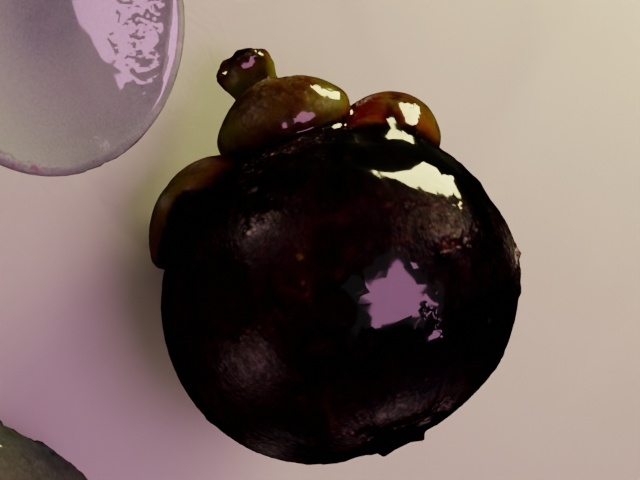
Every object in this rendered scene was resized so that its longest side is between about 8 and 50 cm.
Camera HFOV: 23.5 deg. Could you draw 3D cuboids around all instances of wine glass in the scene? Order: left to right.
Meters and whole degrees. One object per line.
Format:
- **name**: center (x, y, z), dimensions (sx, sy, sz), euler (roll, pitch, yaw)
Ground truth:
- **wine glass**: center (-0.169, -0.096, 0.699), dimensions (0.165, 0.196, 0.164), euler (-9, 104, -39)

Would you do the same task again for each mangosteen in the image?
- **mangosteen**: center (0.000, 0.000, 0.871), dimensions (0.211, 0.211, 0.250), euler (-9, 70, -39)

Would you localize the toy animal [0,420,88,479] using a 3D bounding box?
- **toy animal**: center (-0.220, 0.108, 0.760), dimensions (0.253, 0.079, 0.070), euler (25, 86, -38)
